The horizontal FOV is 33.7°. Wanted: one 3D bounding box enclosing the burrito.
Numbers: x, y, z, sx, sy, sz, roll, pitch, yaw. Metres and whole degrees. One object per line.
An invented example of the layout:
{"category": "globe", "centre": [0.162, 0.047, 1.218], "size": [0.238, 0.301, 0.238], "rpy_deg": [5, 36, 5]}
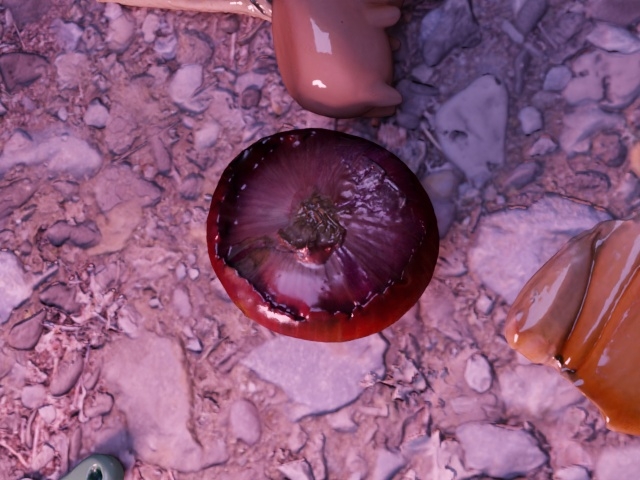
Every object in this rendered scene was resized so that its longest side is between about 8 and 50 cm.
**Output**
{"category": "burrito", "centre": [-0.156, -0.309, 1.287], "size": [0.275, 0.059, 0.082], "rpy_deg": [14, 71, 23]}

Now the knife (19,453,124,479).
{"category": "knife", "centre": [-0.345, 0.312, 1.257], "size": [0.260, 0.035, 0.063], "rpy_deg": [-24, 68, 19]}

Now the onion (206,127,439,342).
{"category": "onion", "centre": [0.002, -0.006, 1.112], "size": [0.248, 0.161, 0.248], "rpy_deg": [-1, 85, 12]}

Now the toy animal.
{"category": "toy animal", "centre": [0.024, -0.258, 1.161], "size": [0.154, 0.166, 0.250], "rpy_deg": [7, 84, -6]}

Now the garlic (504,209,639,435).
{"category": "garlic", "centre": [0.319, 0.070, 1.004], "size": [0.217, 0.110, 0.228], "rpy_deg": [44, 108, 11]}
